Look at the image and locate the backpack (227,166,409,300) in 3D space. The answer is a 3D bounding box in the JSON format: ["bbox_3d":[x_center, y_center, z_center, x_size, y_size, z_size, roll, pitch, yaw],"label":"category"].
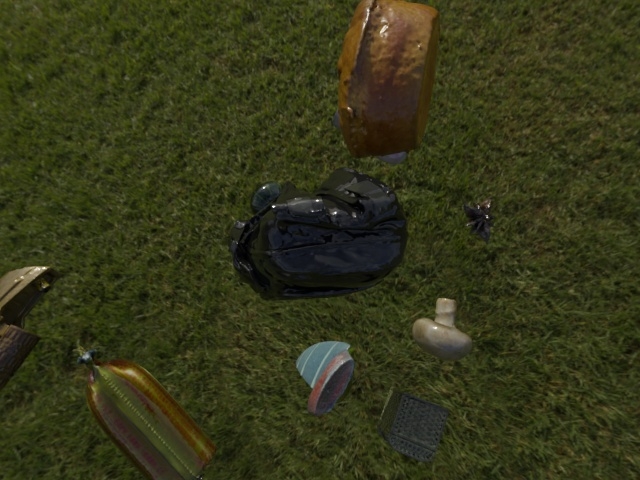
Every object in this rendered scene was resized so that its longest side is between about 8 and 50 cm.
[{"bbox_3d":[0.000,0.000,0.835,0.364,0.446,0.254,-8,85,-17],"label":"backpack"}]

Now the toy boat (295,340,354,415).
[{"bbox_3d":[-0.006,0.165,0.539,0.034,0.122,0.096,35,84,-25],"label":"toy boat"}]

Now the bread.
[{"bbox_3d":[0.133,-0.308,0.780,0.173,0.312,0.311,9,73,13],"label":"bread"}]

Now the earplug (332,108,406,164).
[{"bbox_3d":[0.210,-0.405,1.528,0.172,0.172,0.301,-41,75,-8],"label":"earplug"}]

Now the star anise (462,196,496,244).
[{"bbox_3d":[0.451,-0.050,1.124,0.124,0.056,0.129,-15,94,-25],"label":"star anise"}]

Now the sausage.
[{"bbox_3d":[-0.329,0.310,0.720,0.117,0.125,0.317,-39,98,-6],"label":"sausage"}]

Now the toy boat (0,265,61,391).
[{"bbox_3d":[-0.415,0.132,0.514,0.088,0.068,0.225,26,65,3],"label":"toy boat"}]

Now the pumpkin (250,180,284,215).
[{"bbox_3d":[-0.203,-0.160,1.630,0.167,0.167,0.125,-26,34,-2],"label":"pumpkin"}]

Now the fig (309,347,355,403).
[{"bbox_3d":[0.037,0.447,1.384,0.167,0.233,0.166,1,111,3],"label":"fig"}]

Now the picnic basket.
[{"bbox_3d":[0.244,0.507,1.112,0.134,0.196,0.154,21,74,5],"label":"picnic basket"}]

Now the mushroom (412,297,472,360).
[{"bbox_3d":[0.433,0.324,1.426,0.207,0.206,0.209,20,51,12],"label":"mushroom"}]
